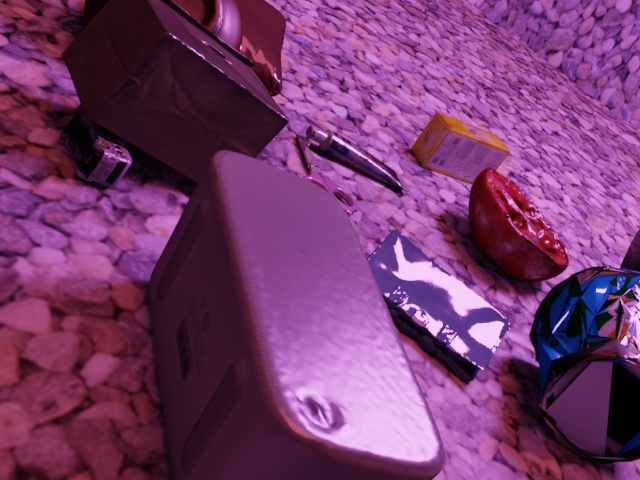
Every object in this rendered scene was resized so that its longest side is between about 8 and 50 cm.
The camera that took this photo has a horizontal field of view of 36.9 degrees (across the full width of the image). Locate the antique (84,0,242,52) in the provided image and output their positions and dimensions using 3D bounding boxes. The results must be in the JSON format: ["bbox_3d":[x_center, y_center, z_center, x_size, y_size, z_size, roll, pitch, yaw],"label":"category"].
[{"bbox_3d":[-0.235,-0.336,1.422,0.223,0.129,0.278,-30,88,-20],"label":"antique"}]

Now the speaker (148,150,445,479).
[{"bbox_3d":[-0.050,0.108,0.923,0.183,0.184,0.406,19,31,-29],"label":"speaker"}]

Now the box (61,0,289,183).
[{"bbox_3d":[-0.182,-0.196,1.233,0.231,0.155,0.149,33,19,-46],"label":"box"}]

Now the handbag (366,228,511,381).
[{"bbox_3d":[0.151,0.093,1.341,0.221,0.057,0.144,40,34,6],"label":"handbag"}]

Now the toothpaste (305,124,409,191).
[{"bbox_3d":[0.065,-0.141,1.637,0.216,0.037,0.062,27,26,-28],"label":"toothpaste"}]

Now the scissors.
[{"bbox_3d":[-0.006,-0.112,1.521,0.110,0.021,0.212,20,31,-33],"label":"scissors"}]

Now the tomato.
[{"bbox_3d":[0.332,-0.010,1.672,0.228,0.101,0.228,35,27,-21],"label":"tomato"}]

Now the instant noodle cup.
[{"bbox_3d":[0.401,0.179,1.319,0.240,0.240,0.178,33,34,-6],"label":"instant noodle cup"}]

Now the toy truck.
[{"bbox_3d":[-0.273,-0.119,1.182,0.062,0.052,0.123,19,29,-42],"label":"toy truck"}]

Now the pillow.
[{"bbox_3d":[-0.198,-0.388,1.642,0.307,0.108,0.305,26,31,-18],"label":"pillow"}]

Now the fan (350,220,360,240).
[{"bbox_3d":[0.000,0.000,1.359,0.131,0.009,0.240,36,27,6],"label":"fan"}]

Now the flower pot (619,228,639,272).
[{"bbox_3d":[0.650,0.066,1.825,0.148,0.235,0.235,24,21,22],"label":"flower pot"}]

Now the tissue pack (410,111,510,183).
[{"bbox_3d":[0.273,-0.176,1.871,0.176,0.095,0.062,12,34,-38],"label":"tissue pack"}]
